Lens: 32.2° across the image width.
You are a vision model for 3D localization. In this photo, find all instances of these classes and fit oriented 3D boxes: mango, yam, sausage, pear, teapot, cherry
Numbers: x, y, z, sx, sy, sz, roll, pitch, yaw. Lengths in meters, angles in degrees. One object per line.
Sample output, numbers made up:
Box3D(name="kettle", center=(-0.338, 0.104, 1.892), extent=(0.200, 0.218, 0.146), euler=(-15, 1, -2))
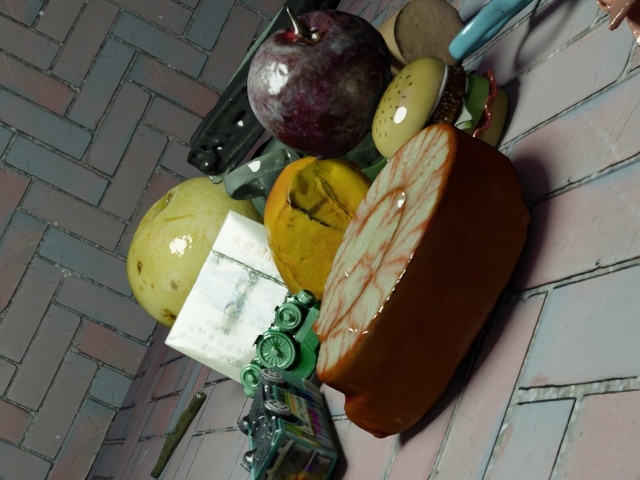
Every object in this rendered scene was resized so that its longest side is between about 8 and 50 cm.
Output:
Box3D(name="mango", center=(0.000, 0.000, 1.555), extent=(0.138, 0.187, 0.257), euler=(-47, -7, -30))
Box3D(name="yam", center=(-0.299, 0.402, 2.286), extent=(0.234, 0.027, 0.029), euler=(-59, -17, 20))
Box3D(name="sausage", center=(0.128, -0.287, 1.740), extent=(0.123, 0.123, 0.253), euler=(-66, 12, -13))
Box3D(name="pear", center=(-0.210, 0.039, 2.088), extent=(0.309, 0.309, 0.309), euler=(-58, 13, 22))
Box3D(name="teapot", center=(-0.024, -0.119, 1.753), extent=(0.200, 0.270, 0.337), euler=(68, 159, 6))
Box3D(name="cherry", center=(0.002, -0.201, 1.439), extent=(0.195, 0.195, 0.195), euler=(-58, 13, 22))

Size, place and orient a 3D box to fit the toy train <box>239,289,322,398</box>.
Box3D(name="toy train", center=(-0.038, 0.156, 1.536), extent=(0.178, 0.105, 0.071), euler=(-61, -4, 16))

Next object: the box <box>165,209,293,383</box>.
Box3D(name="box", center=(-0.132, 0.099, 1.887), extent=(0.256, 0.164, 0.069), euler=(-64, -17, -3))

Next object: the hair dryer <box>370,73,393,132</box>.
Box3D(name="hair dryer", center=(0.100, -0.217, 1.583), extent=(0.070, 0.114, 0.248), euler=(-51, 32, 26))

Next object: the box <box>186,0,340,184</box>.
Box3D(name="box", center=(-0.082, -0.293, 1.856), extent=(0.359, 0.091, 0.350), euler=(-42, 18, 51))

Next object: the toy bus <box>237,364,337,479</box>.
Box3D(name="toy bus", center=(-0.043, 0.234, 1.381), extent=(0.091, 0.109, 0.261), euler=(-63, 10, 9))

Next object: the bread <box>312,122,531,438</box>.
Box3D(name="bread", center=(0.104, 0.024, 1.194), extent=(0.295, 0.114, 0.327), euler=(-58, 12, 27))

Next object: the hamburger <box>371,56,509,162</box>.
Box3D(name="hamburger", center=(0.138, -0.147, 1.365), extent=(0.175, 0.137, 0.175), euler=(-60, 14, 26))

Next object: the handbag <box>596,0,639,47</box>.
Box3D(name="handbag", center=(0.331, -0.299, 1.051), extent=(0.157, 0.059, 0.212), euler=(-54, 14, 47))

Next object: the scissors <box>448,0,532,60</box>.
Box3D(name="scissors", center=(0.272, -0.328, 1.203), extent=(0.192, 0.029, 0.447), euler=(-40, -2, -22))
